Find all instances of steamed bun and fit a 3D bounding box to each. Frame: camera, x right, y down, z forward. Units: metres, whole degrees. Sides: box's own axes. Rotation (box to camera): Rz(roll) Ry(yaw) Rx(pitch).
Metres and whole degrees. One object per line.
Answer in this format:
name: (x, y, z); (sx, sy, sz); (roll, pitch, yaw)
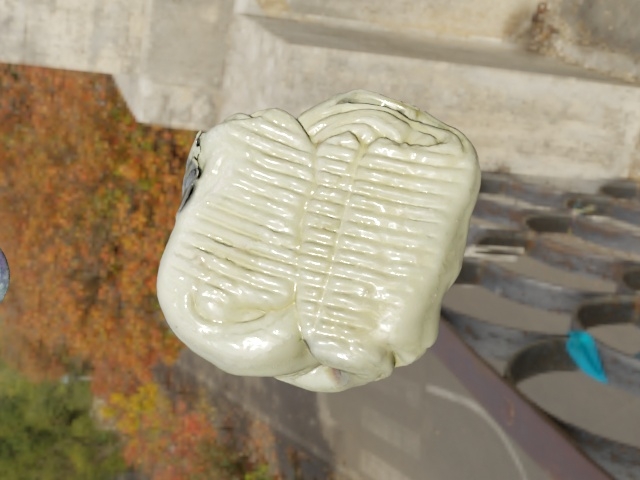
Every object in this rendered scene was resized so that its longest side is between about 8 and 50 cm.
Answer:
steamed bun: (-0.002, 0.000, 0.763); (0.144, 0.211, 0.218); (77, -154, -83)

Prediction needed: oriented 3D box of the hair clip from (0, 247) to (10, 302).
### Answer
hair clip: (-0.277, 0.035, 0.471); (0.083, 0.275, 0.048); (-30, -70, -65)
